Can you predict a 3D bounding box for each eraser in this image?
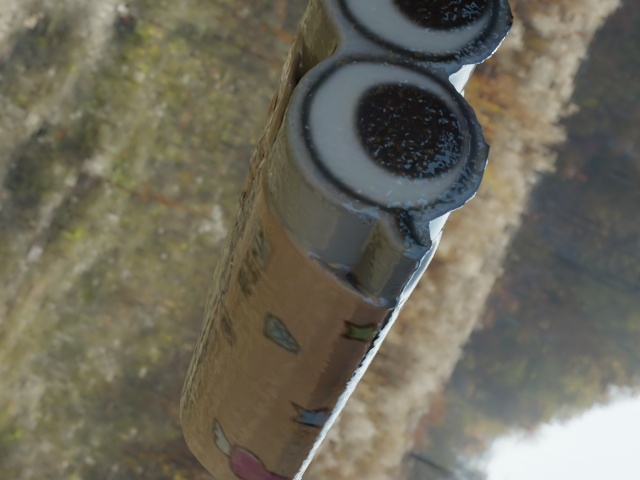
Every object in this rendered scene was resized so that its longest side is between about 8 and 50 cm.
[{"bbox_3d":[0.000,0.000,0.689,0.290,0.087,0.171,114,-11,-58],"label":"eraser"}]
